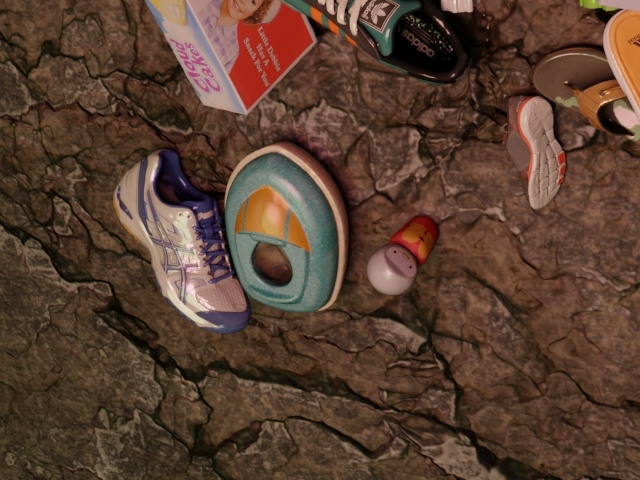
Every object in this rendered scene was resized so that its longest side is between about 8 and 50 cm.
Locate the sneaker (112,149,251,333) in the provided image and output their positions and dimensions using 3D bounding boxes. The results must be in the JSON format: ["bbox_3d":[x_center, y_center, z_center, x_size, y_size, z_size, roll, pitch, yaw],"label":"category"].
[{"bbox_3d":[-0.192,0.001,1.687,0.296,0.112,0.131,52,130,5],"label":"sneaker"}]

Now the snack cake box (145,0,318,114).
[{"bbox_3d":[-0.123,-0.304,1.392,0.089,0.152,0.264,17,147,40],"label":"snack cake box"}]

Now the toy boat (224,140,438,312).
[{"bbox_3d":[0.000,0.000,1.574,0.318,0.148,0.268,8,123,26],"label":"toy boat"}]

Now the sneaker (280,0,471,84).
[{"bbox_3d":[0.052,-0.281,1.332,0.302,0.121,0.108,29,98,-12],"label":"sneaker"}]

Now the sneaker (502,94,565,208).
[{"bbox_3d":[0.261,-0.115,1.423,0.065,0.061,0.158,31,140,49],"label":"sneaker"}]

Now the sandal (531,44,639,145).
[{"bbox_3d":[0.347,-0.152,1.333,0.219,0.060,0.090,36,130,5],"label":"sandal"}]

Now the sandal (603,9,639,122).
[{"bbox_3d":[0.401,-0.141,1.260,0.102,0.076,0.265,-35,91,2],"label":"sandal"}]

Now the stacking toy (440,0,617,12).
[{"bbox_3d":[0.232,-0.341,1.285,0.221,0.052,0.167,8,123,25],"label":"stacking toy"}]

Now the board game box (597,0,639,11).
[{"bbox_3d":[0.456,-0.350,1.074,0.318,0.066,0.318,10,127,2],"label":"board game box"}]
